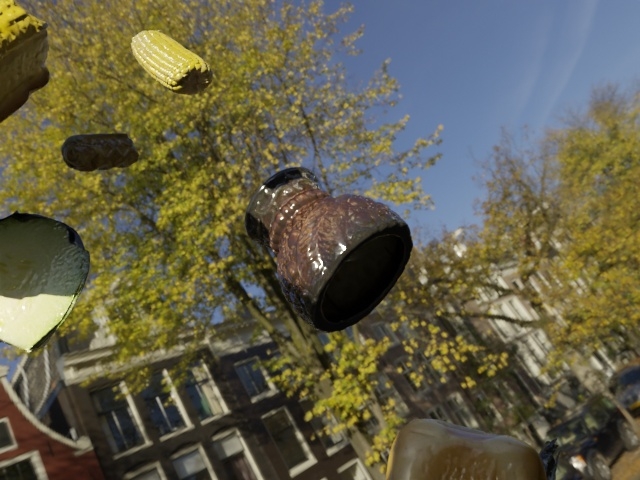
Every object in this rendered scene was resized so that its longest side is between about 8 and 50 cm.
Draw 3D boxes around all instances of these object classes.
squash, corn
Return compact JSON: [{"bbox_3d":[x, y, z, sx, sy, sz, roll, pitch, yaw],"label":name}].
[{"bbox_3d":[-0.412,0.060,0.770,0.085,0.191,0.184,108,-172,-56],"label":"squash"},{"bbox_3d":[-0.247,-0.293,0.906,0.085,0.165,0.063,-33,-36,-18],"label":"corn"}]

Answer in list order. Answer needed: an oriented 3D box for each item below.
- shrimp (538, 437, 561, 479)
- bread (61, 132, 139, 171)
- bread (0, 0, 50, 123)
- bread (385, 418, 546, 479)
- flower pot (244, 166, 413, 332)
[{"bbox_3d":[0.224,0.366,0.796,0.262,0.198,0.051,-50,-46,-25],"label":"shrimp"},{"bbox_3d":[-0.341,-0.134,0.844,0.110,0.066,0.060,-23,-34,-57],"label":"bread"},{"bbox_3d":[-0.550,-0.207,0.641,0.333,0.323,0.143,-59,-5,-37],"label":"bread"},{"bbox_3d":[0.109,0.312,0.466,0.141,0.306,0.091,6,-27,17],"label":"bread"},{"bbox_3d":[0.000,0.000,1.088,0.266,0.267,0.267,-32,-35,-26],"label":"flower pot"}]
